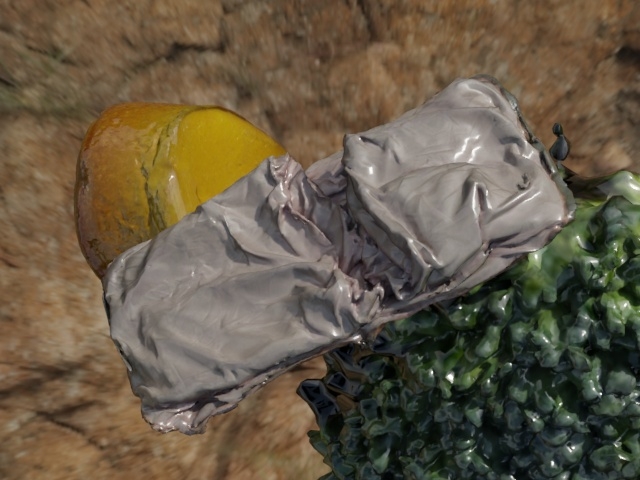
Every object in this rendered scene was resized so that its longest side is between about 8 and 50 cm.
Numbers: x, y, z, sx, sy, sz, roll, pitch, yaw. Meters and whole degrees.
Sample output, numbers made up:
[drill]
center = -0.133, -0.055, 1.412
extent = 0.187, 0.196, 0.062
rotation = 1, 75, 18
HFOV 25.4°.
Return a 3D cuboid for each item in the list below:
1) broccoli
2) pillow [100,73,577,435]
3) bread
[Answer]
[broccoli]
center = 0.172, 0.079, 0.975
extent = 0.348, 0.281, 0.293
rotation = 18, 116, -2
[pillow]
center = 0.000, 0.000, 0.733
extent = 0.248, 0.049, 0.135
rotation = -28, 48, 7
[bread]
center = -0.121, -0.025, 1.314
extent = 0.143, 0.270, 0.195
rotation = -4, 74, 30
